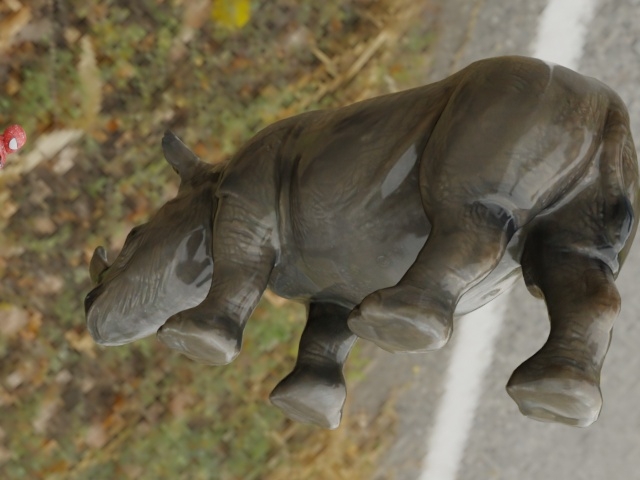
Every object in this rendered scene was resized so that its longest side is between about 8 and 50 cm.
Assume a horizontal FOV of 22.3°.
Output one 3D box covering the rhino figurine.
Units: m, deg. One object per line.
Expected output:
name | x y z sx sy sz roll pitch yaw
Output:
rhino figurine | 0.000 0.000 0.516 0.073 0.243 0.106 41 61 -31

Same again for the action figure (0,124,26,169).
action figure | -0.209 -0.029 0.930 0.115 0.030 0.038 -41 170 22
